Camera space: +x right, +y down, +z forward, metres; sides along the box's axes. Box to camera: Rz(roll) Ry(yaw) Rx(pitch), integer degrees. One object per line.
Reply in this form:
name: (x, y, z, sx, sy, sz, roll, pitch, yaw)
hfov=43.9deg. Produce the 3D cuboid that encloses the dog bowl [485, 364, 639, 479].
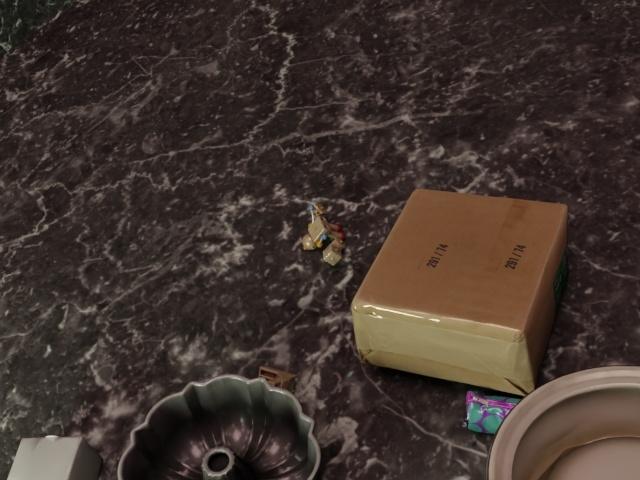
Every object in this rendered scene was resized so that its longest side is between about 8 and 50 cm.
dog bowl: (0.438, 0.369, 1.091, 0.408, 0.150, 0.408, -8, 36, 6)

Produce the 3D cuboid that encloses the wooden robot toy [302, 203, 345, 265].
wooden robot toy: (0.000, 0.000, 1.666, 0.079, 0.076, 0.173, -47, 42, 24)

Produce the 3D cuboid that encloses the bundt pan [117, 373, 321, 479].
bundt pan: (-0.155, 0.389, 1.303, 0.331, 0.124, 0.330, -5, 47, 5)

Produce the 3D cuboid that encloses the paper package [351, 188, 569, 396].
paper package: (0.258, 0.081, 1.398, 0.310, 0.168, 0.324, 9, 44, 25)

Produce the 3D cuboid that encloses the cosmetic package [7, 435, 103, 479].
cosmetic package: (-0.477, 0.464, 1.370, 0.127, 0.107, 0.238, -3, 46, 15)

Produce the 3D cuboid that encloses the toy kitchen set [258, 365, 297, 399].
toy kitchen set: (-0.096, 0.275, 1.441, 0.075, 0.083, 0.068, 12, 96, 26)

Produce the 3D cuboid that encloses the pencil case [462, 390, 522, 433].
pencil case: (0.312, 0.285, 1.299, 0.152, 0.070, 0.064, 2, 46, 18)
